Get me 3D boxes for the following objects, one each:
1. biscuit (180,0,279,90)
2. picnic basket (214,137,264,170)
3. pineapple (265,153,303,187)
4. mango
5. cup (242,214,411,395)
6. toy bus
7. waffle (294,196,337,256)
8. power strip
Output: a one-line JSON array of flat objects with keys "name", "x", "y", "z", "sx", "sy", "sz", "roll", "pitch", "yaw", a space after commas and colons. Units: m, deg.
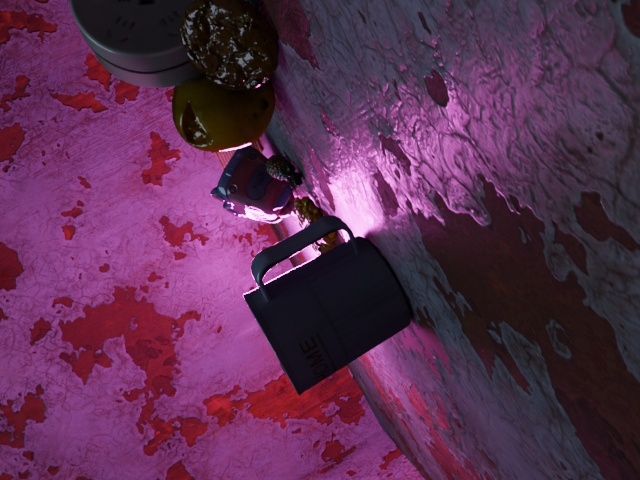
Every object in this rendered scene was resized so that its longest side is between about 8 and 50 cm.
[{"name": "biscuit", "x": -0.187, "y": -0.396, "z": 1.434, "sx": 0.226, "sy": 0.226, "sz": 0.042, "roll": 68, "pitch": -147, "yaw": -44}, {"name": "picnic basket", "x": -0.278, "y": -0.314, "z": 2.374, "sx": 0.115, "sy": 0.164, "sz": 0.079, "roll": 70, "pitch": -175, "yaw": -50}, {"name": "pineapple", "x": -0.100, "y": -0.196, "z": 2.038, "sx": 0.159, "sy": 0.074, "sz": 0.074, "roll": 38, "pitch": 158, "yaw": 51}, {"name": "mango", "x": -0.249, "y": -0.340, "z": 1.729, "sx": 0.365, "sy": 0.253, "sz": 0.182, "roll": 44, "pitch": 157, "yaw": 56}, {"name": "cup", "x": 0.003, "y": 0.133, "z": 1.617, "sx": 0.331, "sy": 0.311, "sz": 0.257, "roll": 62, "pitch": 172, "yaw": -3}, {"name": "toy bus", "x": -0.191, "y": -0.162, "z": 2.257, "sx": 0.232, "sy": 0.197, "sz": 0.294, "roll": 26, "pitch": 169, "yaw": 14}, {"name": "waffle", "x": 0.000, "y": 0.000, "z": 2.088, "sx": 0.260, "sy": 0.069, "sz": 0.293, "roll": 51, "pitch": 167, "yaw": 47}, {"name": "power strip", "x": -0.363, "y": -0.525, "z": 1.582, "sx": 0.357, "sy": 0.357, "sz": 0.161, "roll": 59, "pitch": 172, "yaw": 12}]
